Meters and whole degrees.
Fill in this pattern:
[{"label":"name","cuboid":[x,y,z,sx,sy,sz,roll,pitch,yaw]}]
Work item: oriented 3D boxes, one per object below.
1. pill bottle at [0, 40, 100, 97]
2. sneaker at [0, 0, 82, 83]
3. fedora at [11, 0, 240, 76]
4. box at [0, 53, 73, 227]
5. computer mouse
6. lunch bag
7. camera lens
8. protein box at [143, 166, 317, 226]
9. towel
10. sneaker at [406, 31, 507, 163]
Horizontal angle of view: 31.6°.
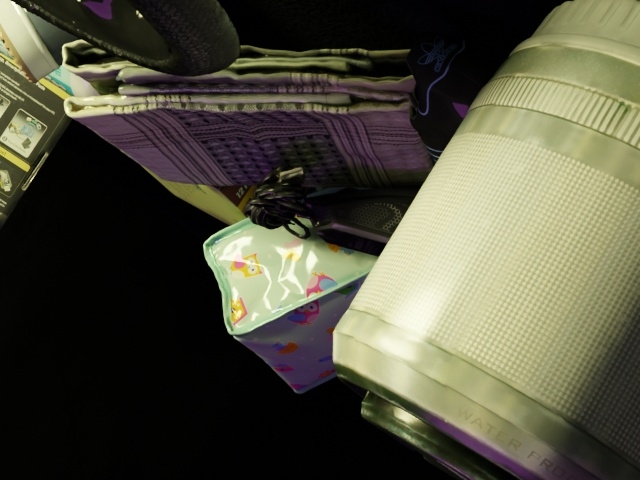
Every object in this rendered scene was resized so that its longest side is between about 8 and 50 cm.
[{"label":"pill bottle","cuboid":[-0.245,-0.227,1.126,0.264,0.146,0.146,30,172,10]},{"label":"sneaker","cuboid":[-0.256,-0.294,1.013,0.282,0.153,0.099,61,179,9]},{"label":"fedora","cuboid":[-0.166,-0.244,0.697,0.334,0.153,0.334,31,172,5]},{"label":"box","cuboid":[-0.470,-0.234,1.315,0.395,0.318,0.097,35,172,-27]},{"label":"computer mouse","cuboid":[0.064,-0.026,1.128,0.272,0.072,0.188,16,170,-5]},{"label":"lunch bag","cuboid":[0.029,0.039,1.324,0.223,0.262,0.160,50,-165,-58]},{"label":"camera lens","cuboid":[0.154,0.024,0.677,0.219,0.274,0.219,31,172,5]},{"label":"protein box","cuboid":[-0.115,-0.112,1.370,0.201,0.136,0.200,28,170,30]},{"label":"towel","cuboid":[-0.047,-0.098,1.032,0.312,0.056,0.324,4,167,10]},{"label":"sneaker","cuboid":[0.118,-0.087,0.877,0.090,0.081,0.232,36,169,18]}]
